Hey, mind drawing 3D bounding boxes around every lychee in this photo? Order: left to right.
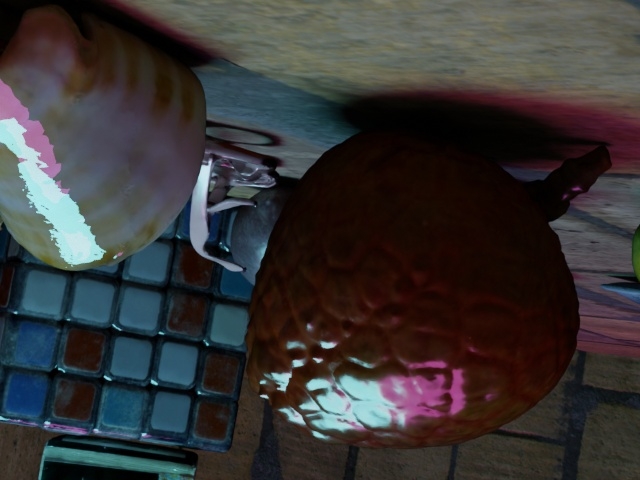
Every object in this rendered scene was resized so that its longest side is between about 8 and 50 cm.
[{"bbox_3d":[0.078,0.025,0.987,0.255,0.300,0.255,41,180,0],"label":"lychee"}]

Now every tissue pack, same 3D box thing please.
[{"bbox_3d":[-0.225,0.269,1.516,0.170,0.091,0.103,10,176,-3],"label":"tissue pack"}]

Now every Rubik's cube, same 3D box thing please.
[{"bbox_3d":[-0.262,0.079,1.585,0.291,0.293,0.287,14,172,-27],"label":"Rubik's cube"}]

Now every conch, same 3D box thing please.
[{"bbox_3d":[-0.152,-0.052,0.853,0.158,0.127,0.255,-16,169,10],"label":"conch"}]

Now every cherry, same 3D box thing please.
[{"bbox_3d":[-0.001,-0.006,1.371,0.188,0.115,0.148,-1,132,17],"label":"cherry"}]

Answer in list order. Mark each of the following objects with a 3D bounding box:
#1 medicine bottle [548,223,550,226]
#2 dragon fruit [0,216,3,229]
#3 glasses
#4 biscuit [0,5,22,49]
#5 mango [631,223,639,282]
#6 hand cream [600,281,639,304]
[{"bbox_3d":[0.121,0.022,1.197,0.147,0.147,0.143,10,170,-10],"label":"medicine bottle"},{"bbox_3d":[-0.465,-0.005,1.450,0.227,0.224,0.224,-11,-176,-30],"label":"dragon fruit"},{"bbox_3d":[-0.126,-0.045,1.195,0.162,0.095,0.255,17,171,1],"label":"glasses"},{"bbox_3d":[-0.275,-0.131,0.890,0.225,0.036,0.166,7,172,14],"label":"biscuit"},{"bbox_3d":[0.333,0.016,1.133,0.137,0.091,0.237,12,180,19],"label":"mango"},{"bbox_3d":[0.475,0.091,1.759,0.256,0.055,0.088,16,178,-36],"label":"hand cream"}]
